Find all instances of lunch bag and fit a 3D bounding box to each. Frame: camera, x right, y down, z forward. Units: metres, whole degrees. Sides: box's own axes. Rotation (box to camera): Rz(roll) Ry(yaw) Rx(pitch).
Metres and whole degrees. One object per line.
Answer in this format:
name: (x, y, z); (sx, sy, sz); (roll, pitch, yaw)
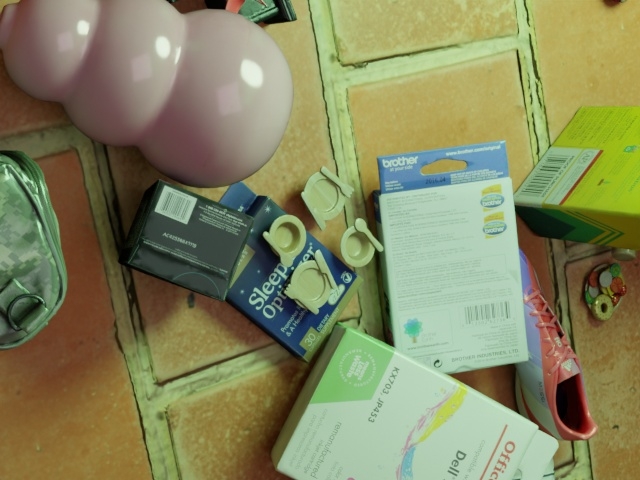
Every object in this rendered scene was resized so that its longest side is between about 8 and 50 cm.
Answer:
lunch bag: (-0.387, -0.016, 1.179); (0.212, 0.305, 0.256); (-42, 110, -16)

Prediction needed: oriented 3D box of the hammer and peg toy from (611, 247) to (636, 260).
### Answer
hammer and peg toy: (0.637, -0.002, 1.778); (0.361, 0.266, 0.127); (23, 66, -28)

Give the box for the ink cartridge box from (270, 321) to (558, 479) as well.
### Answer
ink cartridge box: (0.137, 0.277, 1.529); (0.353, 0.119, 0.207); (27, 86, -6)

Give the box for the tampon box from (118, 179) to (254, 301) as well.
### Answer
tampon box: (-0.159, 0.001, 1.370); (0.120, 0.161, 0.102); (22, 85, -12)

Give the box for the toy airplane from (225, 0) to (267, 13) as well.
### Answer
toy airplane: (-0.117, -0.325, 1.364); (0.151, 0.028, 0.151); (-1, 92, -34)

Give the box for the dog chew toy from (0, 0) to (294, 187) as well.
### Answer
dog chew toy: (-0.201, -0.186, 1.328); (0.331, 0.206, 0.207); (17, 87, -22)

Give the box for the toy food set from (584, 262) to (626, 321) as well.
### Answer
toy food set: (0.439, 0.076, 1.810); (0.083, 0.020, 0.083); (-36, 111, -21)

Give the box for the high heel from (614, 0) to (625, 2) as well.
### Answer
high heel: (0.439, -0.551, 1.728); (0.127, 0.181, 0.377); (-14, 122, -61)

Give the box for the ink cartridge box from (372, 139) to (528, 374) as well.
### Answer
ink cartridge box: (0.174, 0.025, 1.601); (0.185, 0.065, 0.311); (-8, 102, -6)

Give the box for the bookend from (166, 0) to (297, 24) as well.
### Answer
bookend: (-0.134, -0.309, 1.416); (0.157, 0.072, 0.156); (-29, 109, -23)

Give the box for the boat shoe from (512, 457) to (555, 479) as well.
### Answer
boat shoe: (0.228, 0.321, 1.679); (0.267, 0.096, 0.088); (2, 85, -27)

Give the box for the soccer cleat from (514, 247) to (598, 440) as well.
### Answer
soccer cleat: (0.318, 0.146, 1.694); (0.108, 0.116, 0.318); (-27, 108, -24)

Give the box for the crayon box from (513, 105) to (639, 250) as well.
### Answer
crayon box: (0.433, -0.088, 1.618); (0.081, 0.318, 0.202); (47, 74, -25)

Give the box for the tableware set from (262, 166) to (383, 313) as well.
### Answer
tableware set: (0.000, 0.000, 1.515); (0.169, 0.020, 0.141); (-46, 114, -25)

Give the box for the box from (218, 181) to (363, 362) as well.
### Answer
box: (-0.061, 0.040, 1.518); (0.225, 0.036, 0.136); (41, 76, -25)
